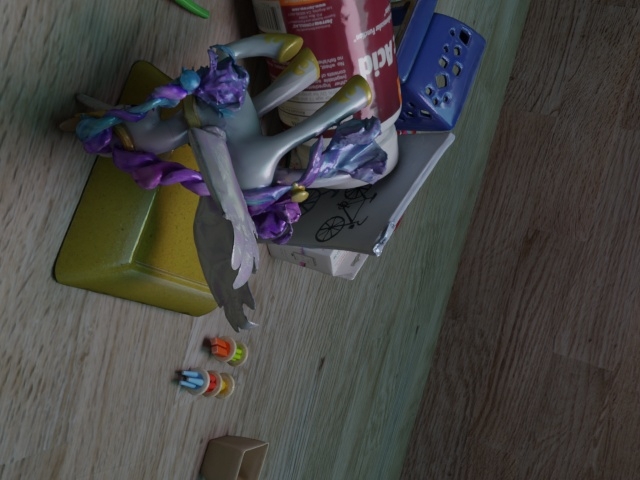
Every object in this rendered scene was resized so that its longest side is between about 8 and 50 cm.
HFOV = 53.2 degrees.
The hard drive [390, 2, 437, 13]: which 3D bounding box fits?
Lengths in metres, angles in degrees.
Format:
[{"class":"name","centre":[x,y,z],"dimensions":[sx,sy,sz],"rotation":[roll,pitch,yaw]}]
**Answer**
[{"class":"hard drive","centre":[0.229,-0.506,1.687],"dimensions":[0.307,0.040,0.203],"rotation":[-25,127,-58]}]

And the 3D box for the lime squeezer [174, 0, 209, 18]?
[{"class":"lime squeezer","centre":[-0.226,-0.382,0.822],"dimensions":[0.310,0.059,0.109],"rotation":[65,17,-53]}]

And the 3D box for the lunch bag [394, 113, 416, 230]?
[{"class":"lunch bag","centre":[0.182,-0.192,1.706],"dimensions":[0.293,0.120,0.258],"rotation":[82,30,-45]}]

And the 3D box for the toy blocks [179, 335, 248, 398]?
[{"class":"toy blocks","centre":[-0.207,0.239,1.225],"dimensions":[0.123,0.054,0.148],"rotation":[-68,154,-9]}]

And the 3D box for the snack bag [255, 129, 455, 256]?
[{"class":"snack bag","centre":[0.068,-0.099,1.248],"dimensions":[0.323,0.343,0.037],"rotation":[-54,126,-27]}]

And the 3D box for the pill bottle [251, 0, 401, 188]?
[{"class":"pill bottle","centre":[0.023,-0.302,1.115],"dimensions":[0.224,0.224,0.392],"rotation":[-51,140,-40]}]

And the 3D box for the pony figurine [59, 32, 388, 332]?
[{"class":"pony figurine","centre":[-0.099,-0.098,0.809],"dimensions":[0.364,0.351,0.303],"rotation":[-24,162,-20]}]

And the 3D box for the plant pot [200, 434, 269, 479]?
[{"class":"plant pot","centre":[-0.189,0.472,1.358],"dimensions":[0.109,0.096,0.109],"rotation":[18,88,-65]}]

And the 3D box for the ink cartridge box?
[{"class":"ink cartridge box","centre":[0.000,0.000,1.335],"dimensions":[0.115,0.198,0.067],"rotation":[-56,150,-34]}]

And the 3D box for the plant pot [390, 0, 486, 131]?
[{"class":"plant pot","centre":[0.190,-0.395,1.421],"dimensions":[0.212,0.236,0.235],"rotation":[30,79,-39]}]

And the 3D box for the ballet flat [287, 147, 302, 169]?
[{"class":"ballet flat","centre":[-0.009,-0.238,1.314],"dimensions":[0.091,0.077,0.240],"rotation":[-10,114,-64]}]

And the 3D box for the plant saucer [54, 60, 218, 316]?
[{"class":"plant saucer","centre":[-0.201,-0.051,0.988],"dimensions":[0.333,0.081,0.332],"rotation":[29,80,-58]}]
